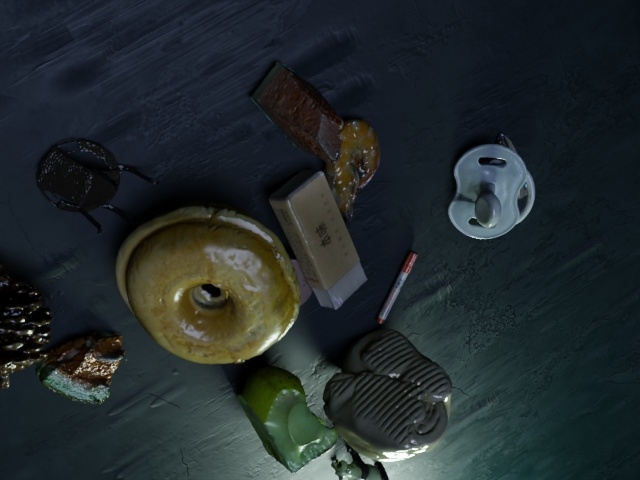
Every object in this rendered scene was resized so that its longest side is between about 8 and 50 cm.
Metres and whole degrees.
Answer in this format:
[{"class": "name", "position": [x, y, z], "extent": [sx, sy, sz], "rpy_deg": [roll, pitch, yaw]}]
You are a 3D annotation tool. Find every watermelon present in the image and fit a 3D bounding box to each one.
[{"class": "watermelon", "position": [-0.022, -0.267, 1.529], "extent": [0.140, 0.256, 0.193], "rpy_deg": [-50, 130, 7]}]

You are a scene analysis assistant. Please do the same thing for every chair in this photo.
[{"class": "chair", "position": [-0.502, -0.118, 1.503], "extent": [0.213, 0.149, 0.174], "rpy_deg": [30, 108, 11]}]

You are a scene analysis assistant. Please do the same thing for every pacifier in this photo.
[{"class": "pacifier", "position": [0.462, -0.112, 1.830], "extent": [0.227, 0.207, 0.279], "rpy_deg": [8, 116, 11]}]

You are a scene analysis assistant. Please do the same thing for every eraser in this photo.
[{"class": "eraser", "position": [0.000, 0.000, 1.724], "extent": [0.144, 0.078, 0.343], "rpy_deg": [-42, 121, -32]}]

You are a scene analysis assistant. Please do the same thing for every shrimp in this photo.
[{"class": "shrimp", "position": [0.084, -0.161, 1.745], "extent": [0.164, 0.062, 0.317], "rpy_deg": [-13, 121, -25]}]

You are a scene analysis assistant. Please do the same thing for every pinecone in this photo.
[{"class": "pinecone", "position": [-0.703, 0.191, 1.495], "extent": [0.243, 0.243, 0.257], "rpy_deg": [27, 61, -31]}]

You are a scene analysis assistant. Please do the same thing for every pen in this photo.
[{"class": "pen", "position": [0.220, 0.137, 1.967], "extent": [0.028, 0.028, 0.239], "rpy_deg": [15, 109, -28]}]

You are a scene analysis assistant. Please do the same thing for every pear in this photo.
[{"class": "pear", "position": [-0.105, 0.470, 1.891], "extent": [0.176, 0.286, 0.282], "rpy_deg": [-34, 96, -20]}]

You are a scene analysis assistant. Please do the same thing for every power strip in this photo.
[{"class": "power strip", "position": [-0.093, 0.102, 1.787], "extent": [0.154, 0.078, 0.154], "rpy_deg": [-9, 115, -21]}]

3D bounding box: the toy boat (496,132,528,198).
[{"class": "toy boat", "position": [0.534, -0.206, 1.910], "extent": [0.084, 0.066, 0.210], "rpy_deg": [-24, 112, -7]}]

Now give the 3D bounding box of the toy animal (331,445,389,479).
[{"class": "toy animal", "position": [0.124, 0.742, 2.175], "extent": [0.225, 0.121, 0.094], "rpy_deg": [37, 97, -31]}]

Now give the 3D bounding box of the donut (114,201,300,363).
[{"class": "donut", "position": [-0.262, 0.109, 1.605], "extent": [0.449, 0.198, 0.449], "rpy_deg": [0, 123, 0]}]

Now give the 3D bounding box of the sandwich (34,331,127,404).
[{"class": "sandwich", "position": [-0.582, 0.303, 1.665], "extent": [0.185, 0.109, 0.160], "rpy_deg": [22, 107, -30]}]

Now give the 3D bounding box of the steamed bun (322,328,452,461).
[{"class": "steamed bun", "position": [0.201, 0.476, 1.944], "extent": [0.342, 0.368, 0.255], "rpy_deg": [-36, 141, -24]}]
